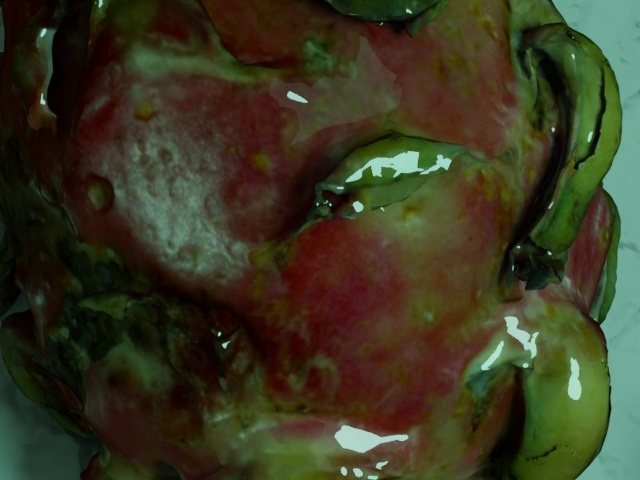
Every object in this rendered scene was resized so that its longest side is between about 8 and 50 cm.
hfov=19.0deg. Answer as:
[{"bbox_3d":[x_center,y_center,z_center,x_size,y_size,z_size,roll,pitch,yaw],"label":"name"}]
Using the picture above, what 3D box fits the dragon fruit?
[{"bbox_3d":[0.000,0.000,0.726,0.250,0.269,0.291,-8,77,-17],"label":"dragon fruit"}]
